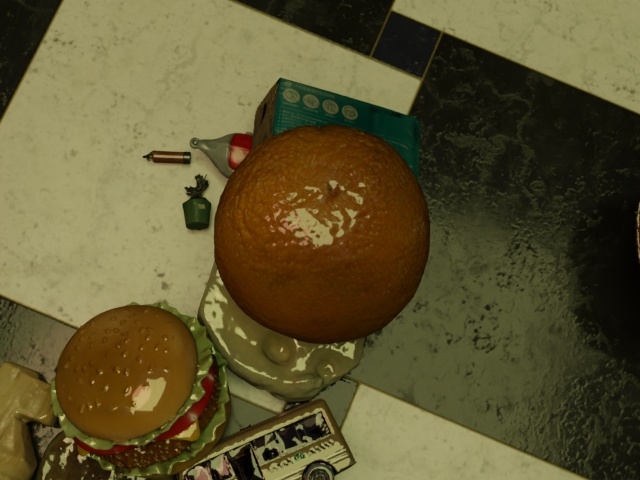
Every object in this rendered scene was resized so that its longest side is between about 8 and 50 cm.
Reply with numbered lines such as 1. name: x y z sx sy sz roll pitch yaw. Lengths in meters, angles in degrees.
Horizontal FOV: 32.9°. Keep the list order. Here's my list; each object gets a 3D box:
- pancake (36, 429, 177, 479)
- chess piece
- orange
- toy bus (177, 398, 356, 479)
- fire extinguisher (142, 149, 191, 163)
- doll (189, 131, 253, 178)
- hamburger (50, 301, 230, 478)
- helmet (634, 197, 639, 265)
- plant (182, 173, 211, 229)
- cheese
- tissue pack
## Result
1. pancake: -0.357 0.410 1.776 0.242 0.050 0.242 1 78 -3
2. chess piece: -0.522 0.347 1.753 0.137 0.137 0.301 18 69 0
3. orange: 0.000 0.000 1.615 0.322 0.357 0.322 2 61 -3
4. toy bus: -0.098 0.372 1.757 0.289 0.139 0.157 -22 77 -9
5. fire extinguisher: -0.271 -0.147 1.911 0.083 0.028 0.022 2 102 -4
6. doll: -0.118 -0.140 1.895 0.227 0.075 0.102 14 63 -11
7. hamburger: -0.284 0.221 1.682 0.274 0.212 0.274 -11 52 14
8. helmet: 0.679 0.022 1.834 0.337 0.230 0.385 -29 83 0
9. plant: -0.216 -0.071 1.889 0.051 0.051 0.102 -1 68 -4
10. cheese: -0.042 0.102 1.829 0.326 0.115 0.318 -25 80 -8
11. tissue pack: 0.021 -0.141 1.835 0.271 0.134 0.192 16 57 -16
